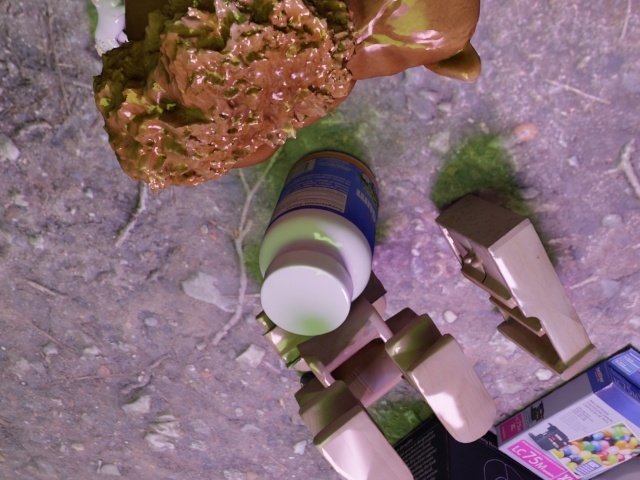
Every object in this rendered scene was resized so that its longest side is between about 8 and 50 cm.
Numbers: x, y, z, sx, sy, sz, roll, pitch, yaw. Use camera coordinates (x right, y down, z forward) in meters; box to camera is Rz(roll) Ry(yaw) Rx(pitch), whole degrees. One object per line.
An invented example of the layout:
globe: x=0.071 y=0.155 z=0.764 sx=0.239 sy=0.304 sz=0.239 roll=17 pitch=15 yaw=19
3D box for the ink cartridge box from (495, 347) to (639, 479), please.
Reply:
ink cartridge box: x=0.501 y=0.336 z=1.145 sx=0.185 sy=0.065 sz=0.311 roll=35 pitch=120 yaw=-15

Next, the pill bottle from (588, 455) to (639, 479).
pill bottle: x=0.654 y=0.633 z=1.215 sx=0.228 sy=0.229 sz=0.408 roll=-15 pitch=121 yaw=18

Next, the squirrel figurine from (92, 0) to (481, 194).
squirrel figurine: x=-0.024 y=-0.200 z=0.661 sx=0.370 sy=0.397 sz=0.281 roll=-6 pitch=118 yaw=23

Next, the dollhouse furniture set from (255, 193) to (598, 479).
dollhouse furniture set: x=0.155 y=0.161 z=0.914 sx=0.394 sy=0.362 sz=0.257 roll=-37 pitch=113 yaw=-4

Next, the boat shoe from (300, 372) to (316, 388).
boat shoe: x=0.001 y=0.303 z=1.212 sx=0.042 sy=0.049 sz=0.133 roll=8 pitch=137 yaw=38

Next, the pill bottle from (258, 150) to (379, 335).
pill bottle: x=0.000 y=0.000 z=0.865 sx=0.152 sy=0.272 sz=0.153 roll=4 pitch=125 yaw=6

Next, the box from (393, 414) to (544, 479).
box: x=0.277 y=0.564 z=1.128 sx=0.293 sy=0.396 sz=0.212 roll=33 pitch=123 yaw=-13

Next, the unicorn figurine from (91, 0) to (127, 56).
unicorn figurine: x=-0.270 y=-0.301 z=0.833 sx=0.111 sy=0.060 sz=0.162 roll=23 pitch=124 yaw=-8
